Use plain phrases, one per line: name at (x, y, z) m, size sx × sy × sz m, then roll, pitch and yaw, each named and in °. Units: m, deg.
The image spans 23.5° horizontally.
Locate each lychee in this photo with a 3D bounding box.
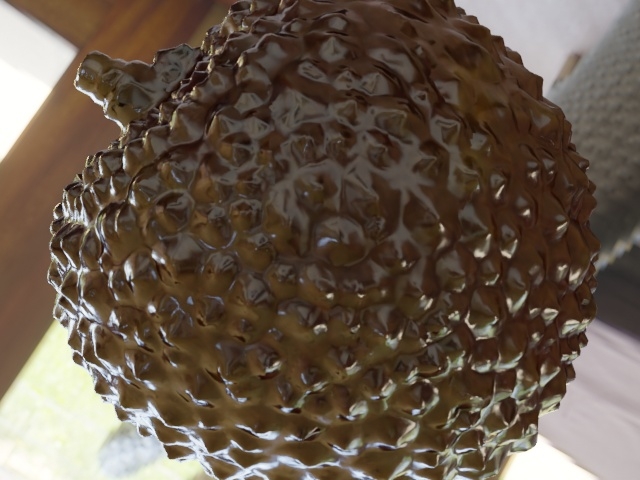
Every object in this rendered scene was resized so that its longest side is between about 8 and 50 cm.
lychee at (0.000, 0.000, 0.793) m, size 0.304 × 0.276 × 0.276 m, roll 38°, pitch 161°, yaw -6°
